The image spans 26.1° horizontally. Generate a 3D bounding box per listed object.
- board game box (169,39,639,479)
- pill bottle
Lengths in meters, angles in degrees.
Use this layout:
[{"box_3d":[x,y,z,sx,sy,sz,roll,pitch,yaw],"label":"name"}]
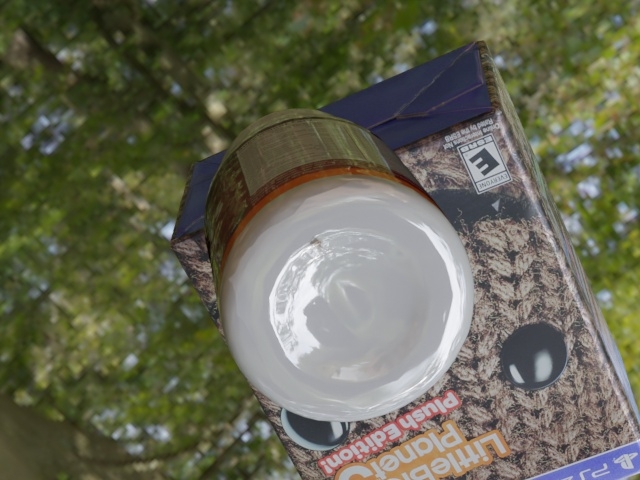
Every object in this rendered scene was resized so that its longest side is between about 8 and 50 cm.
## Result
[{"box_3d":[0.067,0.049,0.967,0.232,0.291,0.141,-23,-157,12],"label":"board game box"},{"box_3d":[0.000,0.000,0.733,0.121,0.121,0.221,-39,-162,4],"label":"pill bottle"}]
